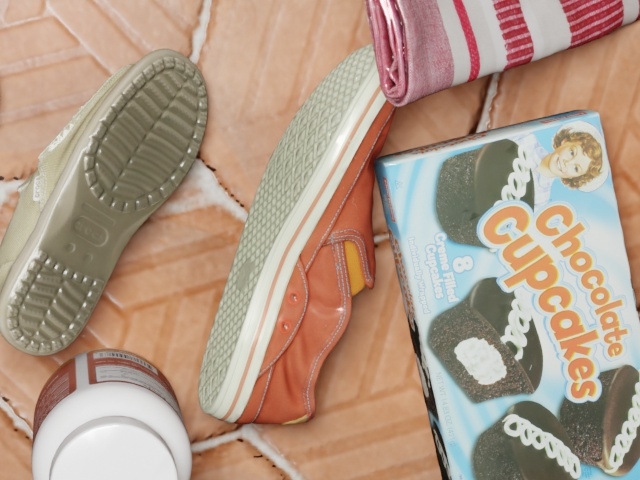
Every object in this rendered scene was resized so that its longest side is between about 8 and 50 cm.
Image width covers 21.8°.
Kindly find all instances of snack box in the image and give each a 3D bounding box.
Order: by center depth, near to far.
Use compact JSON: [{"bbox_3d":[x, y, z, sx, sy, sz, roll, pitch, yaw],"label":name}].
[{"bbox_3d":[0.171,0.066,1.400,0.187,0.060,0.322,-14,99,-7],"label":"snack box"}]

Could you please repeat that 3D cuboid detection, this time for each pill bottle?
[{"bbox_3d":[-0.162,0.161,1.280,0.121,0.216,0.121,-1,98,-8],"label":"pill bottle"}]

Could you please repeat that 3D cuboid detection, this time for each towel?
[{"bbox_3d":[0.141,-0.252,1.267,0.329,0.037,0.237,-22,106,-44],"label":"towel"}]

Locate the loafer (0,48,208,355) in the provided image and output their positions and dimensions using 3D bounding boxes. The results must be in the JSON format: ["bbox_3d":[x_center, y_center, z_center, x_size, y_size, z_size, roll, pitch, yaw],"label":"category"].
[{"bbox_3d":[-0.188,-0.039,1.314,0.102,0.092,0.268,42,74,-38],"label":"loafer"}]

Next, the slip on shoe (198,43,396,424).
[{"bbox_3d":[0.000,0.000,1.340,0.101,0.123,0.331,17,100,-20],"label":"slip on shoe"}]
